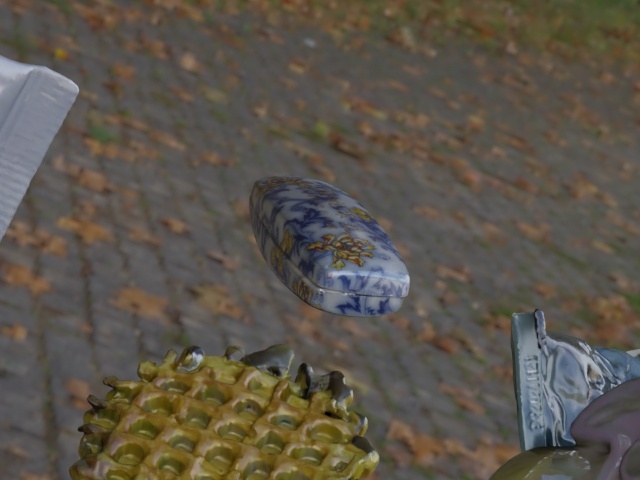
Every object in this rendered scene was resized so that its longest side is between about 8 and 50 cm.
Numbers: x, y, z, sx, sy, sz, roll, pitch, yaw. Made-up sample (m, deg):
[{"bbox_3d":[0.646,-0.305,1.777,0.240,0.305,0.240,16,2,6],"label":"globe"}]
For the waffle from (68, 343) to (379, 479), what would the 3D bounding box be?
[{"bbox_3d":[-0.089,0.211,1.598,0.329,0.062,0.329,6,32,-4],"label":"waffle"}]

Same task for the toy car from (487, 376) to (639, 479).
[{"bbox_3d":[0.161,0.239,0.621,0.226,0.336,0.242,37,-19,-23],"label":"toy car"}]

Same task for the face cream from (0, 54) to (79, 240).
[{"bbox_3d":[-0.297,-0.037,0.702,0.137,0.234,0.420,25,-1,38],"label":"face cream"}]

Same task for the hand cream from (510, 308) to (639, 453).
[{"bbox_3d":[0.181,0.080,0.855,0.248,0.052,0.075,7,53,-51],"label":"hand cream"}]

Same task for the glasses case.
[{"bbox_3d":[0.000,0.000,1.237,0.087,0.065,0.248,2,19,-17],"label":"glasses case"}]
